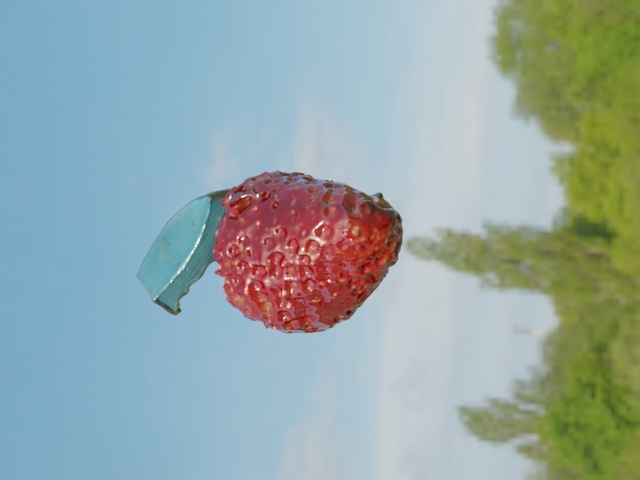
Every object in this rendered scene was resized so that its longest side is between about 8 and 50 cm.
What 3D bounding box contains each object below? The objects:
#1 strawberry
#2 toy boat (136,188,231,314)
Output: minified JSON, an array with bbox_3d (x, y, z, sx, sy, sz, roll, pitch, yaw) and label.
[{"bbox_3d":[0.000,0.000,1.846,0.244,0.205,0.205,-25,54,57],"label":"strawberry"},{"bbox_3d":[-0.150,0.006,2.016,0.077,0.075,0.185,17,-66,-47],"label":"toy boat"}]
